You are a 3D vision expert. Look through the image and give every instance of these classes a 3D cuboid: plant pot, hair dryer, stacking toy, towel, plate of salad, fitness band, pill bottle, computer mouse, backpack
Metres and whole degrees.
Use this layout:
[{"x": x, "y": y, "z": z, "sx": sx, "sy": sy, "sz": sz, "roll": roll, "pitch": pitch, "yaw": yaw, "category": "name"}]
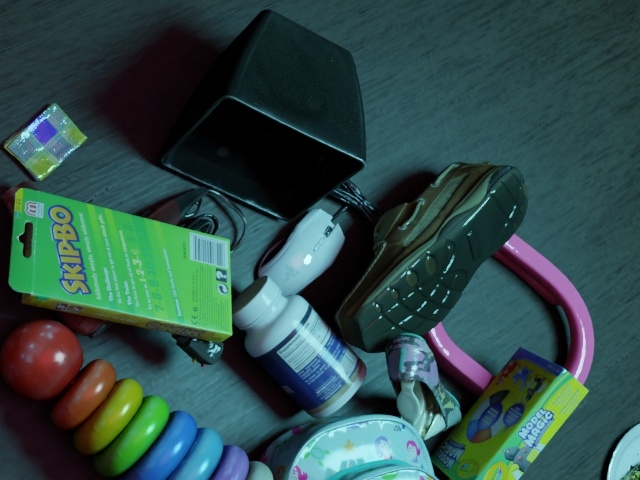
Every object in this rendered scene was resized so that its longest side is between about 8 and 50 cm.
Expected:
[{"x": -0.058, "y": -0.159, "z": 1.404, "sx": 0.188, "sy": 0.187, "sz": 0.167, "roll": 23, "pitch": 58, "yaw": -22, "category": "plant pot"}, {"x": -0.233, "y": 0.014, "z": 1.356, "sx": 0.293, "sy": 0.080, "sz": 0.224, "roll": 24, "pitch": 53, "yaw": -25, "category": "hair dryer"}, {"x": -0.211, "y": 0.207, "z": 1.295, "sx": 0.330, "sy": 0.141, "sz": 0.141, "roll": 44, "pitch": 66, "yaw": -10, "category": "stacking toy"}, {"x": -0.316, "y": -0.113, "z": 1.352, "sx": 0.083, "sy": 0.009, "sz": 0.060, "roll": -45, "pitch": 103, "yaw": -25, "category": "towel"}, {"x": 0.492, "y": 0.355, "z": 1.675, "sx": 0.199, "sy": 0.048, "sz": 0.200, "roll": 5, "pitch": 80, "yaw": -26, "category": "plate of salad"}, {"x": 0.247, "y": 0.109, "z": 1.583, "sx": 0.291, "sy": 0.054, "sz": 0.209, "roll": 38, "pitch": 68, "yaw": -16, "category": "fitness band"}, {"x": -0.032, "y": 0.125, "z": 1.414, "sx": 0.169, "sy": 0.094, "sz": 0.094, "roll": 47, "pitch": 65, "yaw": -13, "category": "pill bottle"}, {"x": 0.000, "y": 0.000, "z": 1.478, "sx": 0.106, "sy": 0.042, "sz": 0.193, "roll": 48, "pitch": 65, "yaw": -14, "category": "computer mouse"}, {"x": 0.043, "y": 0.331, "z": 1.378, "sx": 0.225, "sy": 0.191, "sz": 0.254, "roll": -8, "pitch": 81, "yaw": -27, "category": "backpack"}]

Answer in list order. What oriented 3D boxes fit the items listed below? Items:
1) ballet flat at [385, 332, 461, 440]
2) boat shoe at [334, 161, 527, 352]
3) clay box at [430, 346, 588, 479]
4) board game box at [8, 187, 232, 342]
[{"x": 0.120, "y": 0.197, "z": 1.441, "sx": 0.221, "sy": 0.076, "sz": 0.079, "roll": 65, "pitch": 36, "yaw": -52, "category": "ballet flat"}, {"x": 0.128, "y": 0.013, "z": 1.480, "sx": 0.324, "sy": 0.120, "sz": 0.123, "roll": -41, "pitch": 135, "yaw": -28, "category": "boat shoe"}, {"x": 0.224, "y": 0.245, "z": 1.477, "sx": 0.053, "sy": 0.127, "sz": 0.222, "roll": 42, "pitch": 84, "yaw": -17, "category": "clay box"}, {"x": -0.216, "y": 0.029, "z": 1.280, "sx": 0.259, "sy": 0.039, "sz": 0.124, "roll": 17, "pitch": 56, "yaw": -33, "category": "board game box"}]
